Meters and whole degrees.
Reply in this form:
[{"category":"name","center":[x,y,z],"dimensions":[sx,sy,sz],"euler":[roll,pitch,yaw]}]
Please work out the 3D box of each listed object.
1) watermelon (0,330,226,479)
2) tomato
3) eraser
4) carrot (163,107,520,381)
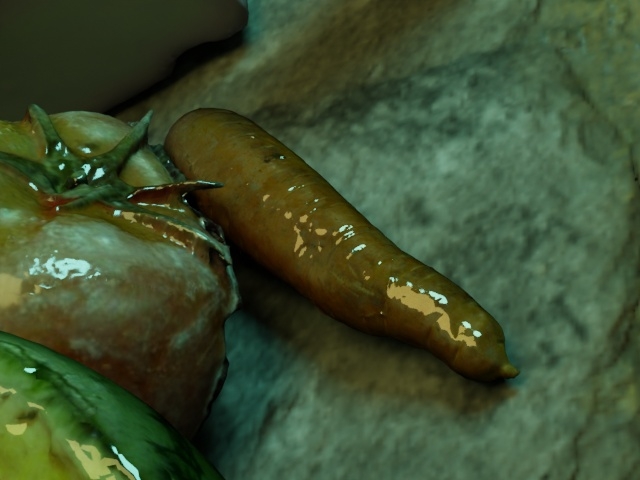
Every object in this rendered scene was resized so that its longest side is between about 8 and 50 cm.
[{"category":"watermelon","center":[-0.144,0.163,0.549],"dimensions":[0.330,0.331,0.189],"euler":[-22,20,23]},{"category":"tomato","center":[-0.153,0.021,0.686],"dimensions":[0.214,0.155,0.181],"euler":[44,114,48]},{"category":"eraser","center":[-0.192,-0.227,0.942],"dimensions":[0.272,0.122,0.359],"euler":[-27,47,21]},{"category":"carrot","center":[0.000,0.000,0.687],"dimensions":[0.059,0.059,0.248],"euler":[-50,48,-4]}]
